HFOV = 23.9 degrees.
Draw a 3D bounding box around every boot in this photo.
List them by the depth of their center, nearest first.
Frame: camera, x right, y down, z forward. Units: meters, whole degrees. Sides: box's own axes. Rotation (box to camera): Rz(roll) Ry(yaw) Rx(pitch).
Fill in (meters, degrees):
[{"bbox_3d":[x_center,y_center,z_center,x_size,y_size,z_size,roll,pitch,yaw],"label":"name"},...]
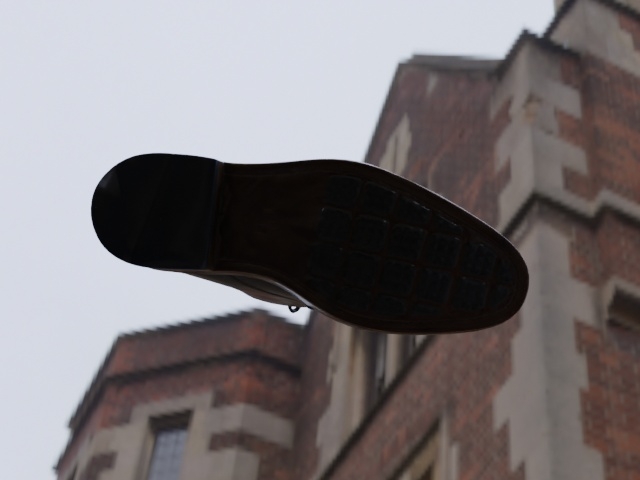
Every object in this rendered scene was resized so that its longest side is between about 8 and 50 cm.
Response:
[{"bbox_3d":[0.000,0.000,0.784,0.219,0.106,0.082,14,-92,8],"label":"boot"}]
